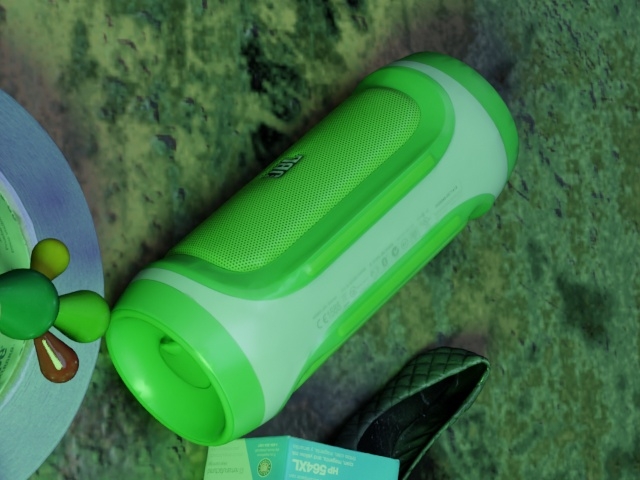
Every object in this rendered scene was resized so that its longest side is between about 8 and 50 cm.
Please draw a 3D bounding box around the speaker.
[{"bbox_3d":[0.000,0.000,1.238,0.296,0.131,0.131,-42,108,-31],"label":"speaker"}]

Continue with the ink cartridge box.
[{"bbox_3d":[-0.019,0.201,1.195,0.090,0.092,0.143,17,73,-34],"label":"ink cartridge box"}]

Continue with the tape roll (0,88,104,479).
[{"bbox_3d":[-0.262,0.030,1.075,0.275,0.090,0.275,5,80,-34],"label":"tape roll"}]

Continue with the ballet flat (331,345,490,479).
[{"bbox_3d":[0.054,0.131,1.302,0.057,0.049,0.173,52,55,-17],"label":"ballet flat"}]

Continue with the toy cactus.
[{"bbox_3d":[-0.204,0.025,0.963,0.219,0.180,0.112,31,88,-23],"label":"toy cactus"}]
